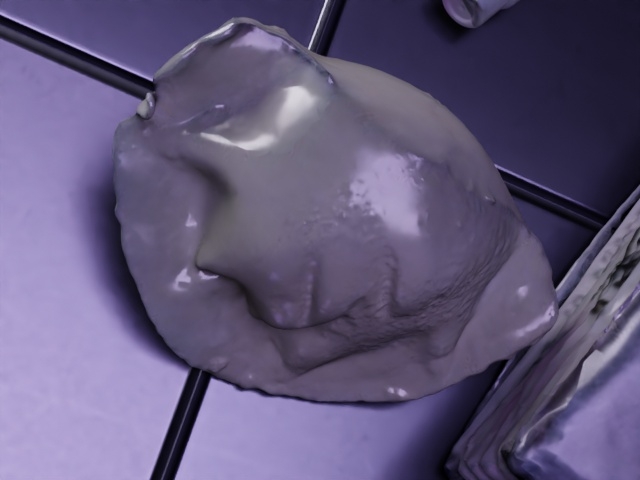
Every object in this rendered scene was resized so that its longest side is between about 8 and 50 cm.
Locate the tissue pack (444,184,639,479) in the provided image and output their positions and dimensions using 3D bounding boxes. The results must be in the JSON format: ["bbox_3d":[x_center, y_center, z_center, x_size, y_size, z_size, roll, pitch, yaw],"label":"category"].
[{"bbox_3d":[0.266,0.119,0.701,0.361,0.122,0.259,40,67,-4],"label":"tissue pack"}]

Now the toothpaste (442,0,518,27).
[{"bbox_3d":[0.136,-0.179,0.772,0.052,0.033,0.218,46,66,-4],"label":"toothpaste"}]

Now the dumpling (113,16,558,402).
[{"bbox_3d":[0.002,0.002,0.652,0.155,0.111,0.181,-44,83,10],"label":"dumpling"}]
